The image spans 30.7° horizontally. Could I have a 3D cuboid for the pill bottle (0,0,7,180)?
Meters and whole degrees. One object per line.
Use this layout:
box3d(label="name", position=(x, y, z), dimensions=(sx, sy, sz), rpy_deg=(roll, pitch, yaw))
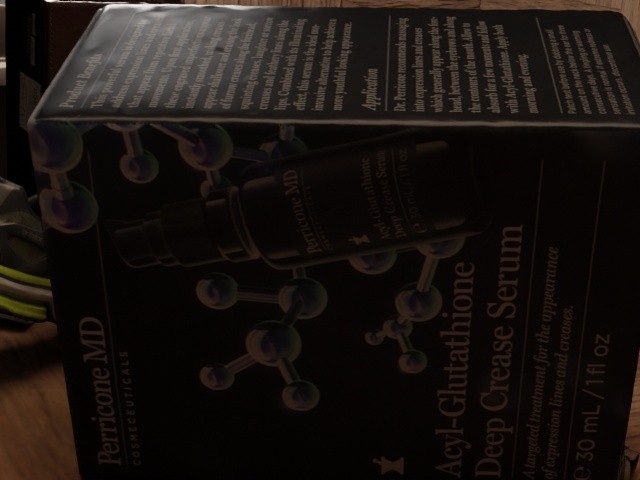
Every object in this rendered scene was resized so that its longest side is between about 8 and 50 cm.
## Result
box3d(label="pill bottle", position=(-0.367, -0.142, 1.360), dimensions=(0.162, 0.278, 0.162), rpy_deg=(3, 17, -1))

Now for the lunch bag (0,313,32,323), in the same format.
box3d(label="lunch bag", position=(-0.306, 0.049, 1.135), dimensions=(0.071, 0.053, 0.083), rpy_deg=(6, 26, 10))

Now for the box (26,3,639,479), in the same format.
box3d(label="box", position=(0.023, 0.002, 0.843), dimensions=(0.396, 0.293, 0.212), rpy_deg=(1, 31, 4))

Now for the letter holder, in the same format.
box3d(label="letter holder", position=(-0.215, -0.113, 1.260), dimensions=(0.214, 0.301, 0.152), rpy_deg=(-5, 19, -29))

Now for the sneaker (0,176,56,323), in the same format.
box3d(label="sneaker", position=(-0.212, 0.015, 1.079), dimensions=(0.111, 0.121, 0.300), rpy_deg=(17, 2, 29))

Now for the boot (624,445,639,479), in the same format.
box3d(label="boot", position=(0.207, 0.161, 0.918), dimensions=(0.087, 0.042, 0.118), rpy_deg=(16, 20, 16))
